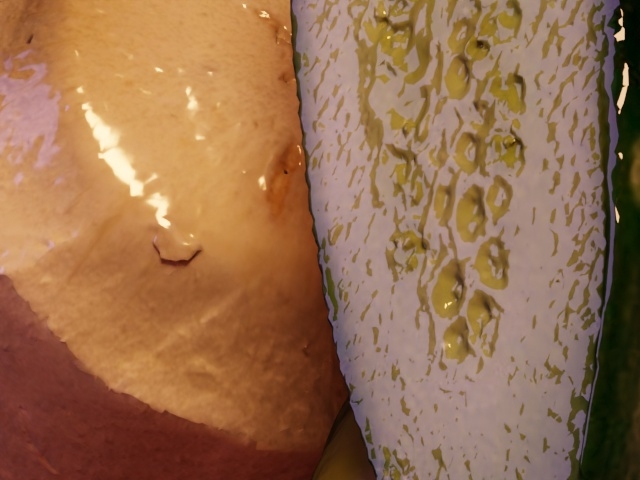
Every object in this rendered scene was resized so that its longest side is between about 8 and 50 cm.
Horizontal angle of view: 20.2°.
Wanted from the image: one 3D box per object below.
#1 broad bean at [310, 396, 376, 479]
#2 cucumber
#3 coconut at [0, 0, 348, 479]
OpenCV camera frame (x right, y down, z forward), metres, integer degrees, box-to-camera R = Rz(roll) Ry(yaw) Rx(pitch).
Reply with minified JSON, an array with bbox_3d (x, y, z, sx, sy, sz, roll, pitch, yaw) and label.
[{"bbox_3d":[0.025,0.092,0.509,0.174,0.082,0.124,-93,12,-76],"label":"broad bean"},{"bbox_3d":[0.048,-0.033,0.436,0.115,0.063,0.244,-18,67,49],"label":"cucumber"},{"bbox_3d":[-0.051,-0.004,0.691,0.266,0.237,0.237,126,156,-63],"label":"coconut"}]
